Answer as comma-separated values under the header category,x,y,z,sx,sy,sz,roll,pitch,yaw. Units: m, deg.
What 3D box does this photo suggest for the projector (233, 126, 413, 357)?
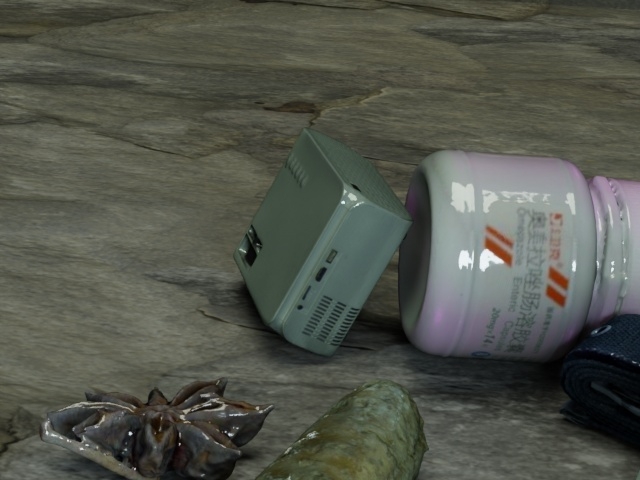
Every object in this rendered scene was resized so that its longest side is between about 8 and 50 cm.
category,x,y,z,sx,sy,sz,roll,pitch,yaw
projector,0.000,0.000,1.715,0.108,0.198,0.250,24,15,-23

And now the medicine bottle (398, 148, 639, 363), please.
category,x,y,z,sx,sy,sz,roll,pitch,yaw
medicine bottle,0.256,0.022,1.631,0.302,0.241,0.241,4,23,-7

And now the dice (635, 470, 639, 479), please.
category,x,y,z,sx,sy,sz,roll,pitch,yaw
dice,0.398,0.255,1.056,0.268,0.264,0.262,-18,27,-39

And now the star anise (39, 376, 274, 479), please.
category,x,y,z,sx,sy,sz,roll,pitch,yaw
star anise,-0.175,0.195,1.421,0.230,0.081,0.262,19,18,35

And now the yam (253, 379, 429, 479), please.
category,x,y,z,sx,sy,sz,roll,pitch,yaw
yam,0.019,0.222,1.303,0.133,0.133,0.330,9,22,18

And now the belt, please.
category,x,y,z,sx,sy,sz,roll,pitch,yaw
belt,0.370,0.152,1.474,0.128,0.122,0.218,-31,41,-35
